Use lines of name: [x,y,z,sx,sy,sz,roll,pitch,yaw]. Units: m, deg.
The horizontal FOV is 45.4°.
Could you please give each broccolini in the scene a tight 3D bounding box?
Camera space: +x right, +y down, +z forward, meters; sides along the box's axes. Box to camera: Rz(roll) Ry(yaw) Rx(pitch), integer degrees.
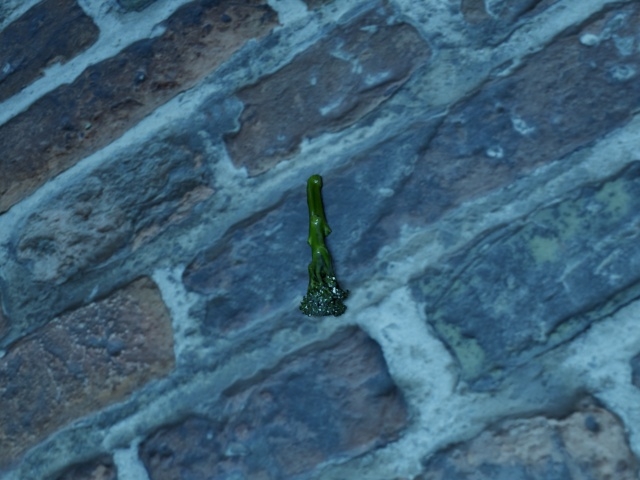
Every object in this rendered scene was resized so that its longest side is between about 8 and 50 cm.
broccolini: [-0.003,0.000,1.058,0.067,0.058,0.216,-12,66,19]
